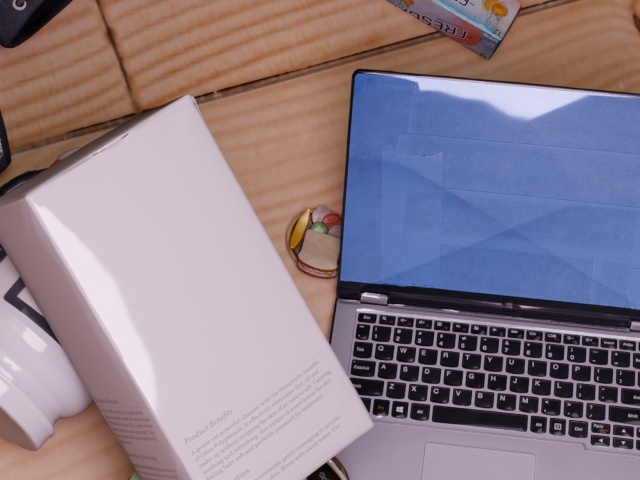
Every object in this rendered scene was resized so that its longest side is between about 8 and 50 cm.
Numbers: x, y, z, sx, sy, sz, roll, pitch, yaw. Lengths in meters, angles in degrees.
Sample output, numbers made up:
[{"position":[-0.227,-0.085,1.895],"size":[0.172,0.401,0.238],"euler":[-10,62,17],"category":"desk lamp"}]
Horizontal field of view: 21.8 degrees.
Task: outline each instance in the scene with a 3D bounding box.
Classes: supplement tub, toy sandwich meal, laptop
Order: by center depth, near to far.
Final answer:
[{"position":[-0.267,0.057,1.696],"size":[0.191,0.191,0.272],"euler":[37,69,3],"category":"supplement tub"},{"position":[0.196,0.070,1.705],"size":[0.381,0.236,0.408],"euler":[6,57,5],"category":"laptop"},{"position":[0.000,0.000,1.850],"size":[0.085,0.029,0.086],"euler":[3,71,-9],"category":"toy sandwich meal"}]

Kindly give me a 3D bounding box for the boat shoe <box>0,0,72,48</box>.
[{"position":[-0.198,-0.381,1.867],"size":[0.500,0.187,0.156],"euler":[-34,86,-14],"category":"boat shoe"}]

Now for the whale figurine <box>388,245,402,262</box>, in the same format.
[{"position":[0.174,-0.073,1.847],"size":[0.272,0.141,0.216],"euler":[-23,78,-14],"category":"whale figurine"}]

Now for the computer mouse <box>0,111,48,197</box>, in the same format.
[{"position":[-0.397,-0.135,1.800],"size":[0.188,0.072,0.272],"euler":[-22,77,-15],"category":"computer mouse"}]

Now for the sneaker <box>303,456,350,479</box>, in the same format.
[{"position":[0.024,0.288,1.634],"size":[0.066,0.071,0.188],"euler":[-32,68,-3],"category":"sneaker"}]

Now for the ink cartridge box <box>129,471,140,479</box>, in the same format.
[{"position":[-0.168,0.263,1.689],"size":[0.062,0.109,0.209],"euler":[35,69,3],"category":"ink cartridge box"}]

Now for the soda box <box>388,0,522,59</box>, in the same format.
[{"position":[0.142,-0.290,1.958],"size":[0.183,0.058,0.063],"euler":[31,69,2],"category":"soda box"}]

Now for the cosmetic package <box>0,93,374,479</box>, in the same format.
[{"position":[-0.133,0.072,1.568],"size":[0.197,0.155,0.366],"euler":[-33,100,-26],"category":"cosmetic package"}]
